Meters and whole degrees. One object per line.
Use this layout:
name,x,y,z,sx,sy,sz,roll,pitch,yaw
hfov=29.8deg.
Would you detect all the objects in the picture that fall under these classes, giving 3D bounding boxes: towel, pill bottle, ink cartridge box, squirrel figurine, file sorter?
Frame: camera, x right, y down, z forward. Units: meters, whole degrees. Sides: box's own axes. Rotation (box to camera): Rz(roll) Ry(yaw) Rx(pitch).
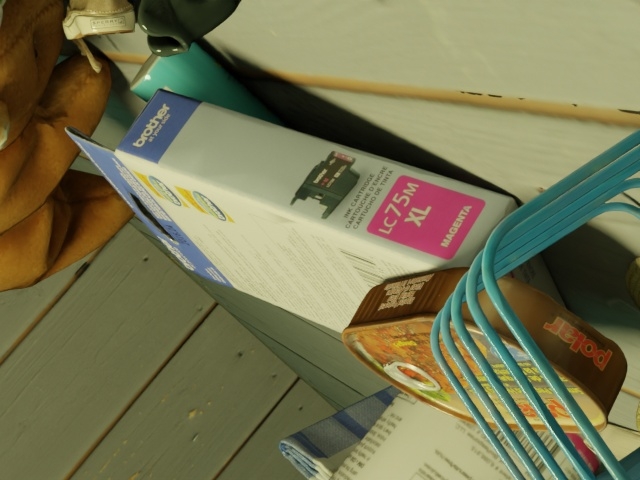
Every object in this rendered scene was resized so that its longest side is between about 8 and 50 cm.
towel,0.116,0.223,1.141,0.285,0.209,0.034,32,135,47
pill bottle,0.080,0.224,0.949,0.160,0.283,0.160,40,171,8
ink cartridge box,0.000,0.000,0.753,0.311,0.065,0.186,18,159,33
squirrel figurine,-0.353,-0.070,1.028,0.281,0.397,0.370,50,158,0
file sorter,0.112,0.032,0.412,0.104,0.118,0.170,57,173,10

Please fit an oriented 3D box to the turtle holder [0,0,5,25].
turtle holder,-0.347,-0.201,0.763,0.320,0.243,0.227,27,169,4

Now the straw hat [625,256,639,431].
straw hat,0.178,0.075,0.550,0.144,0.061,0.144,40,171,8

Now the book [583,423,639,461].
book,0.263,0.190,0.860,0.144,0.035,0.096,41,175,-13

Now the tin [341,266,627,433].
tin,0.080,0.058,0.617,0.106,0.040,0.189,38,161,-13

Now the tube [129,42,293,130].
tube,-0.034,-0.060,0.824,0.207,0.052,0.080,38,176,-18

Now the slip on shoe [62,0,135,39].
slip on shoe,-0.156,-0.164,0.843,0.135,0.051,0.041,-144,46,-76

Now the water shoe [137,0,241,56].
water shoe,-0.120,-0.166,0.546,0.203,0.080,0.073,39,170,10
